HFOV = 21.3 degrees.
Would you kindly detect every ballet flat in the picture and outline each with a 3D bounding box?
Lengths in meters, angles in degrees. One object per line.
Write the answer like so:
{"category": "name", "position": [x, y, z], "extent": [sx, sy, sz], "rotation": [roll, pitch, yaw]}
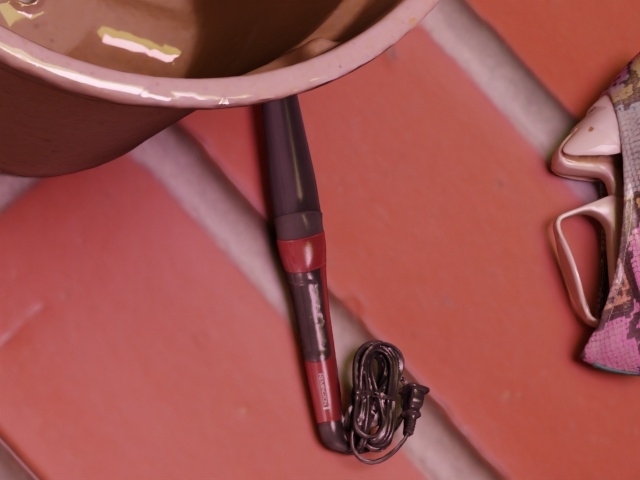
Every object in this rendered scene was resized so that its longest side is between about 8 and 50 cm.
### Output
{"category": "ballet flat", "position": [0.188, -0.023, 1.088], "extent": [0.079, 0.077, 0.221], "rotation": [2, 74, -1]}

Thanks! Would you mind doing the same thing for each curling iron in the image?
{"category": "curling iron", "position": [0.000, 0.000, 1.020], "extent": [0.068, 0.035, 0.274], "rotation": [-12, 81, -28]}

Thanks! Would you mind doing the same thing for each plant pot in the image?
{"category": "plant pot", "position": [-0.122, -0.178, 0.872], "extent": [0.334, 0.305, 0.334], "rotation": [6, 73, -20]}
